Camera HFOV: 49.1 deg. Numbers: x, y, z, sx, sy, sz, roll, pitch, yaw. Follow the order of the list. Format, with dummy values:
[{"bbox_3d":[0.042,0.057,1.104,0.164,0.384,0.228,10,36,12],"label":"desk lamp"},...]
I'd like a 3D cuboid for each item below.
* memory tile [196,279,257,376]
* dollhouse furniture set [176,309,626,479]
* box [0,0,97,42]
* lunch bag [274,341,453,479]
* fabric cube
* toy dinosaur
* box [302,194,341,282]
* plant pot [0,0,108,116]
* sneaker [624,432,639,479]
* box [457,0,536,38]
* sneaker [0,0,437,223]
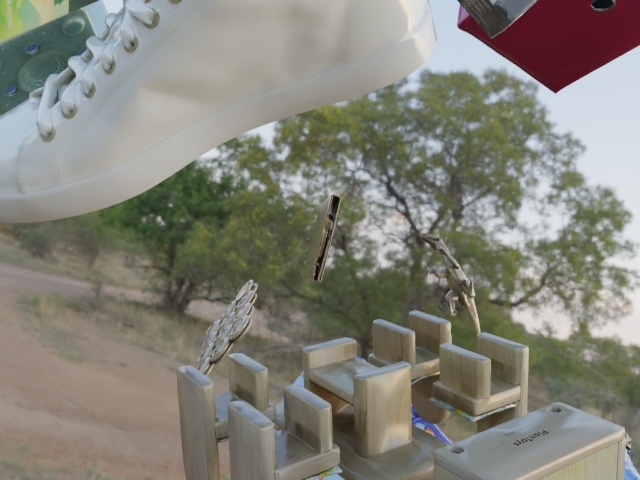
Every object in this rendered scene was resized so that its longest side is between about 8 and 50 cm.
[{"bbox_3d":[-0.122,0.114,0.903,0.012,0.113,0.148,39,14,-13],"label":"memory tile"},{"bbox_3d":[0.054,0.165,0.450,0.212,0.161,0.242,-9,13,-32],"label":"dollhouse furniture set"},{"bbox_3d":[-0.158,-0.316,0.565,0.058,0.322,0.232,38,-39,11],"label":"box"},{"bbox_3d":[0.064,0.336,1.055,0.293,0.221,0.138,43,-14,-19],"label":"lunch bag"},{"bbox_3d":[0.420,-0.456,1.184,0.254,0.259,0.258,25,-28,-25],"label":"fabric cube"},{"bbox_3d":[0.186,0.067,0.925,0.053,0.183,0.092,-25,-3,21],"label":"toy dinosaur"},{"bbox_3d":[0.000,0.000,1.367,0.021,0.165,0.201,14,-4,-5],"label":"box"},{"bbox_3d":[-0.384,-0.291,0.854,0.252,0.247,0.248,54,-13,17],"label":"plant pot"},{"bbox_3d":[0.402,0.298,0.922,0.152,0.085,0.058,33,-35,2],"label":"sneaker"},{"bbox_3d":[0.212,-0.456,0.883,0.307,0.242,0.076,48,-4,-6],"label":"box"},{"bbox_3d":[-0.088,-0.110,0.382,0.290,0.106,0.123,-23,-46,3],"label":"sneaker"}]
